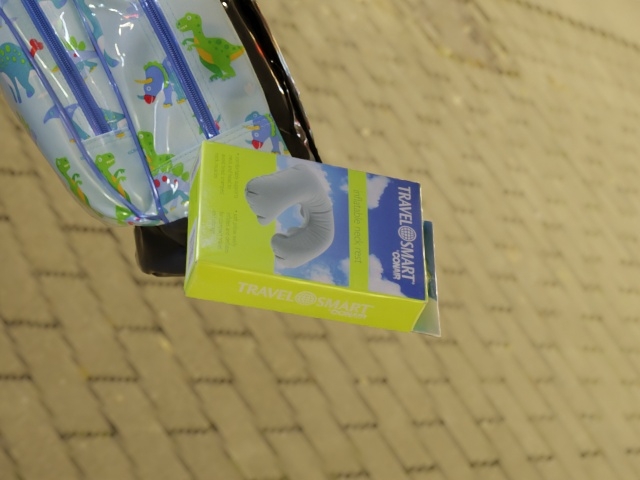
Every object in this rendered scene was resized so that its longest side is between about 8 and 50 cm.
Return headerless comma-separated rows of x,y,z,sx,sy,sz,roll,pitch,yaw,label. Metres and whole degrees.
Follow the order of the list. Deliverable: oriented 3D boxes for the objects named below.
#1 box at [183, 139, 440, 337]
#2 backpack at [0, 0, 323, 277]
0.000,0.000,1.240,0.178,0.042,0.109,10,50,-13,box
-0.150,-0.151,1.469,0.290,0.273,0.355,-135,-148,-82,backpack
